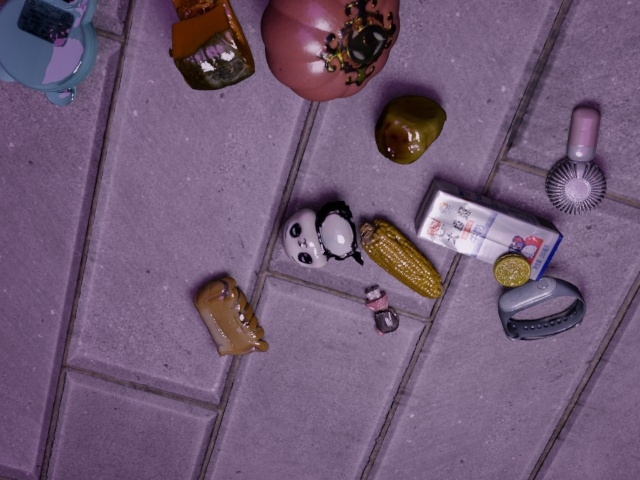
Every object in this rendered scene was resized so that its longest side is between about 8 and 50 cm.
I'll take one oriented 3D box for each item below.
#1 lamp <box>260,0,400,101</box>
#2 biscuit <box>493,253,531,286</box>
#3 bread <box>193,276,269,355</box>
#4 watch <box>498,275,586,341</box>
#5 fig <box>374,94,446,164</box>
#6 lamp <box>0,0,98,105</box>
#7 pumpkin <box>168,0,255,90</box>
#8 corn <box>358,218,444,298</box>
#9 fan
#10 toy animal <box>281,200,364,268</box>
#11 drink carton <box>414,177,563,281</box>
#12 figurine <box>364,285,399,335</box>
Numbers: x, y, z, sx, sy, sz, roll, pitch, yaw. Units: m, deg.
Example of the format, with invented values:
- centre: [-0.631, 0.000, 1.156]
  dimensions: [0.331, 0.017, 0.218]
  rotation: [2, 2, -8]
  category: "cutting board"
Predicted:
- centre: [0.011, -0.436, 1.357]
  dimensions: [0.305, 0.239, 0.305]
  rotation: [-27, 139, -26]
  category: "lamp"
- centre: [0.437, 0.068, 1.539]
  dimensions: [0.084, 0.023, 0.084]
  rotation: [3, 122, 5]
  category: "biscuit"
- centre: [-0.225, 0.200, 1.708]
  dimensions: [0.134, 0.081, 0.225]
  rotation: [-18, 112, 15]
  category: "bread"
- centre: [0.533, 0.171, 1.641]
  dimensions: [0.206, 0.068, 0.193]
  rotation: [-30, 130, 22]
  category: "watch"
- centre: [0.196, -0.247, 1.478]
  dimensions: [0.165, 0.144, 0.154]
  rotation: [-39, 141, -5]
  category: "fig"
- centre: [-0.572, -0.445, 1.428]
  dimensions: [0.209, 0.147, 0.284]
  rotation: [23, 119, -9]
  category: "lamp"
- centre: [-0.245, -0.448, 1.389]
  dimensions: [0.139, 0.190, 0.280]
  rotation: [-20, 109, 11]
  category: "pumpkin"
- centre: [0.194, 0.044, 1.618]
  dimensions: [0.261, 0.097, 0.097]
  rotation: [40, 108, -14]
  category: "corn"
- centre: [0.586, -0.178, 1.525]
  dimensions: [0.130, 0.074, 0.244]
  rotation: [7, 107, 12]
  category: "fan"
- centre: [0.000, 0.000, 1.585]
  dimensions: [0.179, 0.138, 0.166]
  rotation: [-12, 95, 2]
  category: "toy animal"
- centre: [0.386, -0.026, 1.573]
  dimensions: [0.315, 0.106, 0.131]
  rotation: [20, 110, -5]
  category: "drink carton"
- centre: [0.149, 0.179, 1.696]
  dimensions: [0.072, 0.054, 0.129]
  rotation: [-24, 107, 16]
  category: "figurine"
